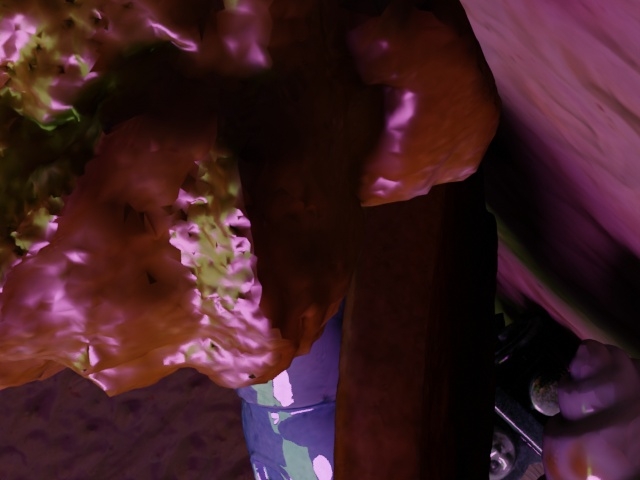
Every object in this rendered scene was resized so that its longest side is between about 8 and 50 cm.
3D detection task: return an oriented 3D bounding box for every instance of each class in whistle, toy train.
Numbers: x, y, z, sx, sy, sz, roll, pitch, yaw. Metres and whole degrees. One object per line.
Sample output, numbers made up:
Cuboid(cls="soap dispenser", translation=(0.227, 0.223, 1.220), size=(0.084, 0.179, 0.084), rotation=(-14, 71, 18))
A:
Cuboid(cls="whistle", translation=(-0.002, 0.080, 1.076), size=(0.180, 0.093, 0.269), rotation=(25, 134, 49))
Cuboid(cls="toy train", translation=(0.097, 0.099, 1.125), size=(0.071, 0.111, 0.170), rotation=(42, 174, -4))

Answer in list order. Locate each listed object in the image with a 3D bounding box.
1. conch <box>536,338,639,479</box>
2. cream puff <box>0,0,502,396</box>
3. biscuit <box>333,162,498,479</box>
Cuboid(cls="conch", translation=(0.187, 0.212, 0.871), size=(0.249, 0.197, 0.368), rotation=(-1, 144, 35))
Cuboid(cls="cream puff", translation=(-0.062, -0.074, 0.593), size=(0.196, 0.244, 0.244), rotation=(21, 157, 46))
Cuboid(cls="biscuit", translation=(0.042, 0.085, 0.874), size=(0.049, 0.273, 0.257), rotation=(4, 167, 12))
